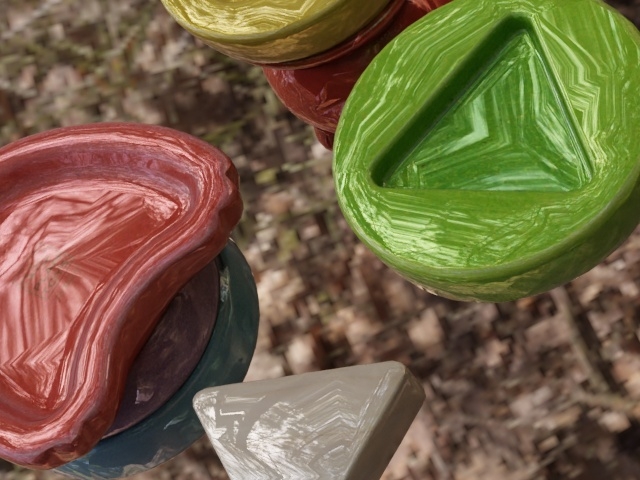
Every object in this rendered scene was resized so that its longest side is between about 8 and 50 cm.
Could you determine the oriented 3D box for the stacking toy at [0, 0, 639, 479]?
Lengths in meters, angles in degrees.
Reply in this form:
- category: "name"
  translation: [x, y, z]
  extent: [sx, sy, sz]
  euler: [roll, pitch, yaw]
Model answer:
- category: "stacking toy"
  translation: [0.000, 0.000, 0.791]
  extent: [0.279, 0.309, 0.130]
  euler: [33, 169, 36]
